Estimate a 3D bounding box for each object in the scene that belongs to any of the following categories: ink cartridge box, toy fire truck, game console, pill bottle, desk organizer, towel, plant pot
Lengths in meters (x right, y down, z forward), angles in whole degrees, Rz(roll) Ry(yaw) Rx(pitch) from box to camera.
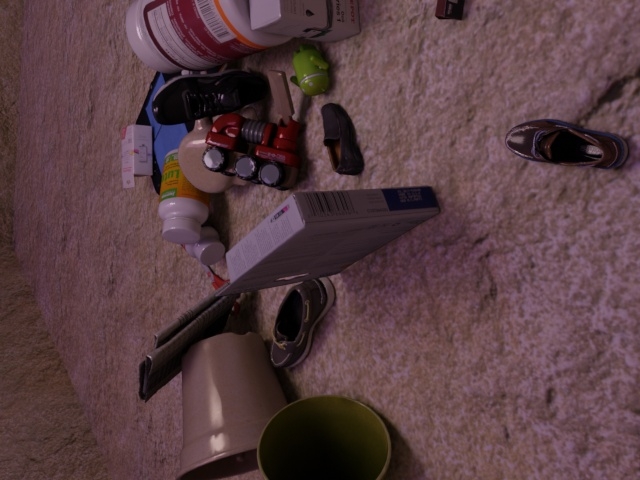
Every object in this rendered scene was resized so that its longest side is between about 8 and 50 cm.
[{"bbox_3d":[-0.595,-0.268,1.850,0.115,0.067,0.198,4,94,53],"label":"ink cartridge box"},{"bbox_3d":[-0.144,-0.257,1.309,0.217,0.158,0.246,16,93,12],"label":"toy fire truck"},{"bbox_3d":[-0.030,-0.483,1.104,0.093,0.219,0.160,1,98,46],"label":"ink cartridge box"},{"bbox_3d":[-0.473,-0.362,1.773,0.386,0.060,0.342,-46,63,43],"label":"game console"},{"bbox_3d":[-0.241,-0.494,1.237,0.392,0.224,0.224,1,98,43],"label":"pill bottle"},{"bbox_3d":[0.213,-0.441,0.958,0.050,0.047,0.130,24,115,47],"label":"desk organizer"},{"bbox_3d":[0.000,0.000,1.076,0.330,0.324,0.071,-34,70,47],"label":"ink cartridge box"},{"bbox_3d":[-0.375,-0.120,1.583,0.136,0.136,0.245,-33,50,47],"label":"pill bottle"},{"bbox_3d":[-0.360,0.267,1.530,0.056,0.324,0.312,41,142,9],"label":"towel"},{"bbox_3d":[-0.358,-0.011,1.663,0.180,0.108,0.108,43,128,36],"label":"pill bottle"},{"bbox_3d":[-0.223,0.414,1.457,0.334,0.334,0.305,-47,51,43],"label":"plant pot"},{"bbox_3d":[0.016,0.541,1.239,0.275,0.275,0.293,30,135,43],"label":"plant pot"}]

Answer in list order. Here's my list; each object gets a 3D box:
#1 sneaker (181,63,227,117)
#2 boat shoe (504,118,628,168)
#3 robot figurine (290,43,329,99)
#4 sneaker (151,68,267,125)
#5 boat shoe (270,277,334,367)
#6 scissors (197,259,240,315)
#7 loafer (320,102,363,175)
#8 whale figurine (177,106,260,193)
[{"bbox_3d":[-0.305,-0.474,1.499,0.126,0.127,0.321,132,130,-83],"label":"sneaker"},{"bbox_3d":[0.346,-0.144,0.839,0.183,0.066,0.066,17,109,47],"label":"boat shoe"},{"bbox_3d":[-0.021,-0.364,1.231,0.101,0.067,0.115,-26,77,51],"label":"robot figurine"},{"bbox_3d":[-0.254,-0.342,1.345,0.124,0.283,0.107,25,134,44],"label":"sneaker"},{"bbox_3d":[-0.068,0.206,1.376,0.109,0.091,0.305,51,132,31],"label":"boat shoe"},{"bbox_3d":[-0.326,0.121,1.718,0.297,0.021,0.109,31,122,40],"label":"scissors"},{"bbox_3d":[0.033,-0.215,1.199,0.062,0.061,0.170,-40,66,47],"label":"loafer"},{"bbox_3d":[-0.238,-0.241,1.480,0.272,0.141,0.216,-32,101,27],"label":"whale figurine"}]
